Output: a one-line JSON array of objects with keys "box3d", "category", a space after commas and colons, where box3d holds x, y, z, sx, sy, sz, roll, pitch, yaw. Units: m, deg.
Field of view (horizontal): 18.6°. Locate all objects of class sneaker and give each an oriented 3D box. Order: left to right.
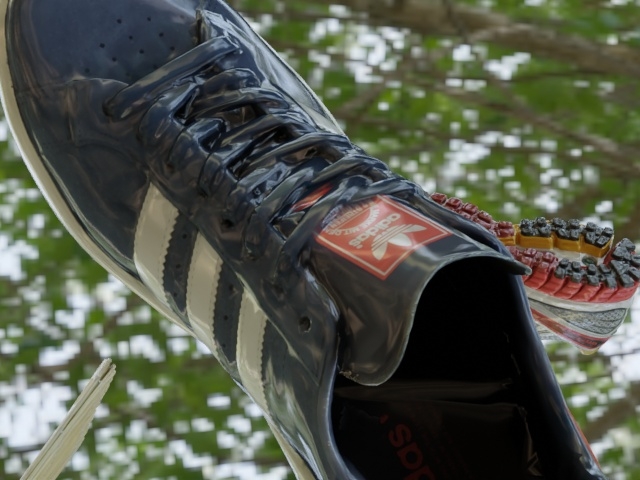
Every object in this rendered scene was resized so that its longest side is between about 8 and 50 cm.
[{"box3d": [0.000, 0.000, 0.784, 0.350, 0.131, 0.148, 51, -23, 5], "category": "sneaker"}, {"box3d": [0.107, 0.032, 1.374, 0.088, 0.225, 0.092, -72, 173, -51], "category": "sneaker"}]

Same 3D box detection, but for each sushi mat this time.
[{"box3d": [-0.268, 0.241, 1.644, 0.019, 0.316, 0.151, 33, -42, 1], "category": "sushi mat"}]
